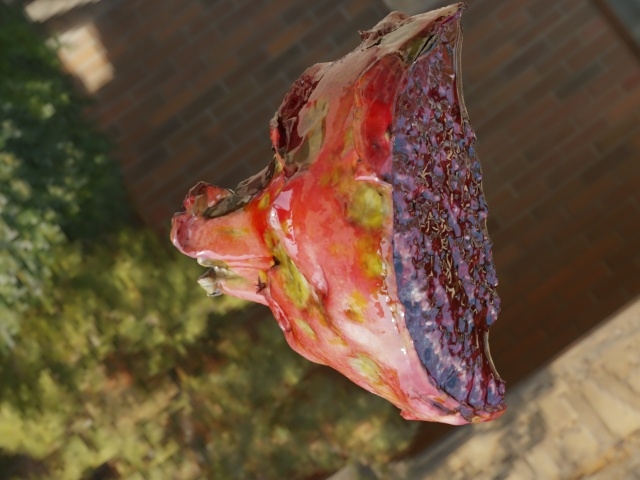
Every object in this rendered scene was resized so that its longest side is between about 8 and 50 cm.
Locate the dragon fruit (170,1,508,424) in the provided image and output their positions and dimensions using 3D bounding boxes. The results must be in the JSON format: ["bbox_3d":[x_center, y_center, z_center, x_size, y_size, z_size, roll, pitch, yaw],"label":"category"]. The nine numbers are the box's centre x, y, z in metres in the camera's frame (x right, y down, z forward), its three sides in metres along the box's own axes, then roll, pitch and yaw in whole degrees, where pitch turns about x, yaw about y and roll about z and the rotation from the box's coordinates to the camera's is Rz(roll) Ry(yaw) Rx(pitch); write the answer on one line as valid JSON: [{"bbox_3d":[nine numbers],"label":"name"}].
[{"bbox_3d":[0.000,0.000,0.932,0.212,0.262,0.134,-5,-172,40],"label":"dragon fruit"}]
